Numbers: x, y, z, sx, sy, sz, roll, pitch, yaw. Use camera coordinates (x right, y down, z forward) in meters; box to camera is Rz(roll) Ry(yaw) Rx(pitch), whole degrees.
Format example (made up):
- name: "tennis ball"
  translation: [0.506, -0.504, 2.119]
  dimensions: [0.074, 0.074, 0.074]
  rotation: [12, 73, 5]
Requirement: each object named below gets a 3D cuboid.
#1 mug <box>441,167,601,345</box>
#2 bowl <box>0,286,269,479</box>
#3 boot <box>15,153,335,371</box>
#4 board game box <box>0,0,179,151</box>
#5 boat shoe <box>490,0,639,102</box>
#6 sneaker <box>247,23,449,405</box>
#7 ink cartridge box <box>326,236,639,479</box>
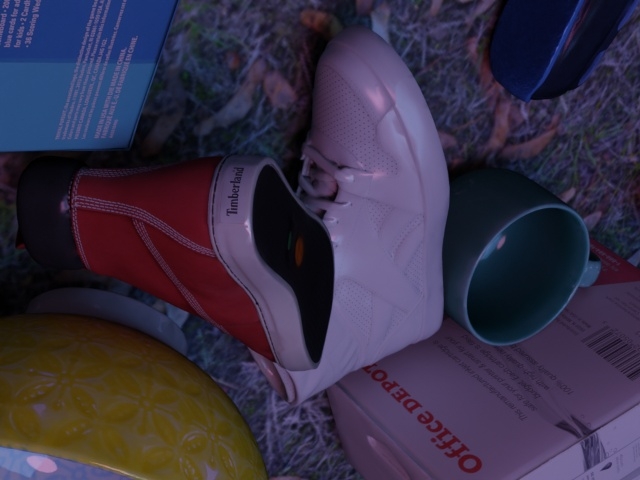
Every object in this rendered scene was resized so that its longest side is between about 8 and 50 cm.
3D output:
- name: "mug"
  translation: [0.145, 0.013, 1.111]
  dimensions: [0.129, 0.097, 0.158]
  rotation: [-46, 136, -4]
- name: "bowl"
  translation: [-0.160, 0.126, 0.893]
  dimensions: [0.289, 0.289, 0.156]
  rotation: [49, 41, -45]
- name: "boot"
  translation: [-0.092, 0.014, 0.869]
  dimensions: [0.244, 0.176, 0.088]
  rotation: [60, 35, -61]
- name: "board game box"
  translation: [-0.229, -0.151, 0.654]
  dimensions: [0.336, 0.079, 0.254]
  rotation: [-4, 142, -28]
- name: "boat shoe"
  translation: [0.212, -0.225, 1.022]
  dimensions: [0.089, 0.109, 0.258]
  rotation: [-4, 137, -43]
- name: "sneaker"
  translation: [0.000, 0.000, 0.987]
  dimensions: [0.169, 0.108, 0.293]
  rotation: [-29, 133, -23]
- name: "ink cartridge box"
  translation: [0.175, 0.133, 1.136]
  dimensions: [0.283, 0.207, 0.117]
  rotation: [-27, 130, -20]
